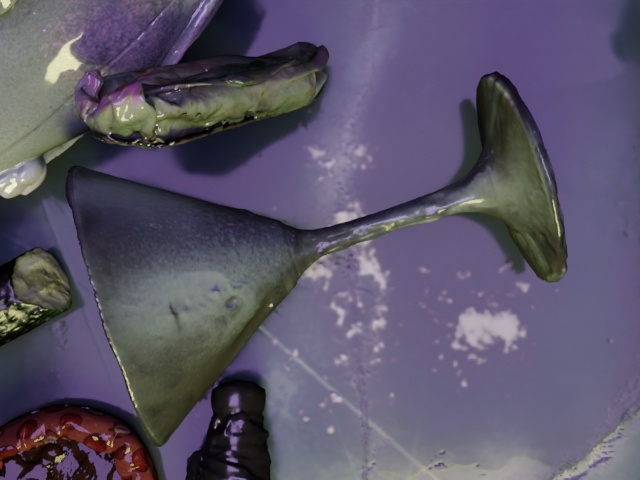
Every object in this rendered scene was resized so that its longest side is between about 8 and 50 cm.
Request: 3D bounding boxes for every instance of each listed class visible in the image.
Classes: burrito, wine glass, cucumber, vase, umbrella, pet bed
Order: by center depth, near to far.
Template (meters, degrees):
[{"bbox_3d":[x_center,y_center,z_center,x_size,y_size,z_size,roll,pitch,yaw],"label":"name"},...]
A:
[{"bbox_3d":[-0.088,-0.135,0.991,0.096,0.309,0.066,16,112,33],"label":"burrito"},{"bbox_3d":[0.000,0.000,1.007,0.406,0.267,0.267,-18,90,-1],"label":"wine glass"},{"bbox_3d":[-0.286,-0.165,1.025,0.250,0.250,0.445,42,95,1],"label":"vase"},{"bbox_3d":[-0.092,0.318,1.087,0.113,0.106,0.358,6,80,-26],"label":"umbrella"},{"bbox_3d":[-0.367,0.092,1.101,0.241,0.074,0.074,-29,89,3],"label":"cucumber"},{"bbox_3d":[-0.256,0.260,1.108,0.201,0.053,0.201,0,94,-2],"label":"pet bed"}]
